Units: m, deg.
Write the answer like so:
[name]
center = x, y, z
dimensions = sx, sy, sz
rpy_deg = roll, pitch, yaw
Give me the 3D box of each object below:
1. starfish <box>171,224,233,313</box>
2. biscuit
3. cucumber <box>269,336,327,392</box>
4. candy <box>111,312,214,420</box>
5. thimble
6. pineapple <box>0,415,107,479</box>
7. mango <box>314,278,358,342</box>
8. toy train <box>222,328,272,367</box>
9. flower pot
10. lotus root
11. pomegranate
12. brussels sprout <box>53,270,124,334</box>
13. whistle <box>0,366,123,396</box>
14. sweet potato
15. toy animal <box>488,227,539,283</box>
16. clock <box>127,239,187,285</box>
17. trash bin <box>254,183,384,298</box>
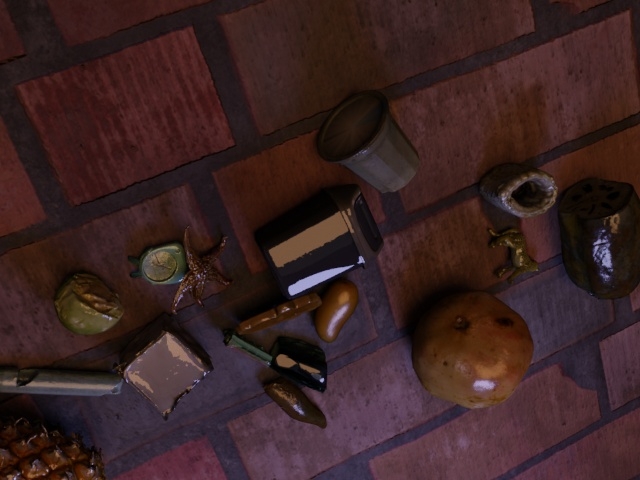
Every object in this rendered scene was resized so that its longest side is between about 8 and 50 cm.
[starfish]
center = -0.293, 0.073, 1.671
dimensions = 0.213, 0.057, 0.238
rpy_deg = -45, 141, -32
[biscuit]
center = -0.107, 0.186, 1.767
dimensions = 0.225, 0.166, 0.036
rpy_deg = -23, 77, 2
[cucumber]
center = -0.047, 0.337, 1.865
dimensions = 0.193, 0.086, 0.115
rpy_deg = 28, 96, -20
[candy]
center = -0.383, 0.303, 1.692
dimensions = 0.185, 0.137, 0.195
rpy_deg = -44, 114, -4
[thimble]
center = 0.535, -0.136, 1.899
dimensions = 0.190, 0.143, 0.137
rpy_deg = -8, 109, -19
[pineapple]
center = -0.657, 0.565, 1.567
dimensions = 0.300, 0.352, 0.352
rpy_deg = 17, 100, -31
[mango]
center = 0.037, 0.186, 1.847
dimensions = 0.102, 0.085, 0.184
rpy_deg = 16, 110, -28
[toy train]
center = -0.189, 0.278, 1.793
dimensions = 0.148, 0.071, 0.038
rpy_deg = 34, 92, -26
[flower pot]
center = 0.127, -0.229, 1.707
dimensions = 0.212, 0.212, 0.202
rpy_deg = -51, 131, 0
[lotus root]
center = 0.827, 0.013, 2.016
dimensions = 0.250, 0.250, 0.346
rpy_deg = -23, 118, -13
[pomegranate]
center = 0.421, 0.299, 1.916
dimensions = 0.342, 0.342, 0.342
rpy_deg = -6, 108, -19
[brussels sprout]
center = -0.540, 0.159, 1.588
dimensions = 0.151, 0.149, 0.122
rpy_deg = 41, 108, 12
[whistle]
center = -0.632, 0.338, 1.650
dimensions = 0.312, 0.062, 0.062
rpy_deg = 8, 103, -23
[sweet potato]
center = -0.055, 0.453, 1.898
dimensions = 0.244, 0.077, 0.077
rpy_deg = 43, 89, -24
[toy animal]
center = 0.564, 0.029, 2.012
dimensions = 0.136, 0.073, 0.181
rpy_deg = -24, 101, -21
[clock]
center = -0.392, 0.056, 1.665
dimensions = 0.135, 0.041, 0.101
rpy_deg = -8, 110, -17
[trash bin]
center = 0.000, 0.000, 1.724
dimensions = 0.290, 0.182, 0.209
rpy_deg = -28, 115, -5
